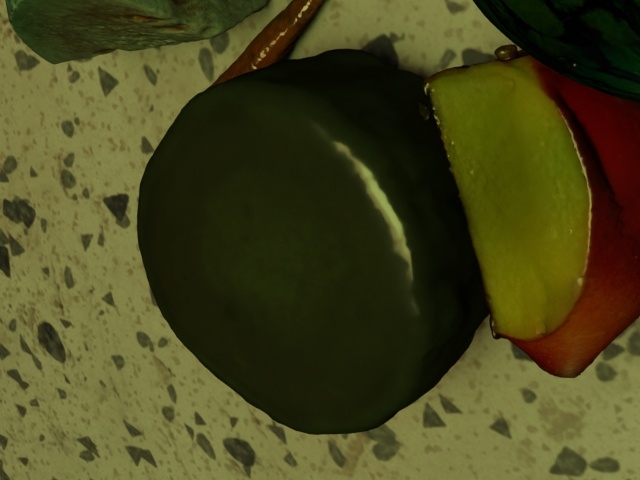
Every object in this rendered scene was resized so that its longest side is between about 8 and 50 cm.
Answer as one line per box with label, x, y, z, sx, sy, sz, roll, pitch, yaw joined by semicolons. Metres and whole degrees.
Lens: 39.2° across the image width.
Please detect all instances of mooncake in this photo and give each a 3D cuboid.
mooncake;0.000;0.000;0.872;0.356;0.194;0.356;16;118;34

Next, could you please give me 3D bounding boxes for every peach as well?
peach;0.206;-0.028;0.699;0.154;0.159;0.267;-19;84;62

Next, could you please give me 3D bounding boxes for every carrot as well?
carrot;-0.066;-0.186;0.941;0.057;0.057;0.224;52;125;8

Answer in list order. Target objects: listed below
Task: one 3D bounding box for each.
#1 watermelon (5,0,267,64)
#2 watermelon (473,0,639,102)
watermelon;-0.174;-0.282;0.888;0.258;0.387;0.228;12;91;-12
watermelon;0.223;-0.251;0.532;0.363;0.363;0.363;13;114;31
